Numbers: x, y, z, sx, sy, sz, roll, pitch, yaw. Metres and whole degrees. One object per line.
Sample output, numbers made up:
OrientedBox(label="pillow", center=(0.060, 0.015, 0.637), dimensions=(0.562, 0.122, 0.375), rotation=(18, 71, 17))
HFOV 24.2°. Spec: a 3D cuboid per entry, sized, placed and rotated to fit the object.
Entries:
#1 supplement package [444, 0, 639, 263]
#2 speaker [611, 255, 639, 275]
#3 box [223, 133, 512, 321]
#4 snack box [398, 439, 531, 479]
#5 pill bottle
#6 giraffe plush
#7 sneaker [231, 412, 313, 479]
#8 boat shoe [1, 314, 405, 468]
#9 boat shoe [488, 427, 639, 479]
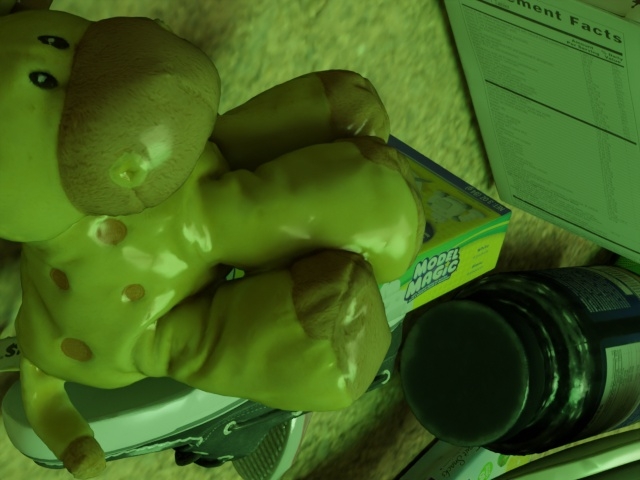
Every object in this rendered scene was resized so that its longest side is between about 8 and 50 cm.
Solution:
OrientedBox(label="supplement package", center=(0.174, -0.113, 0.862), dimensions=(0.134, 0.139, 0.244), rotation=(-52, 149, -18))
OrientedBox(label="speaker", center=(0.332, -0.012, 1.194), dimensions=(0.296, 0.131, 0.131), rotation=(-50, 148, -15))
OrientedBox(label="box", center=(0.000, 0.000, 0.745), dimensions=(0.179, 0.105, 0.043), rotation=(-26, 139, -42))
OrientedBox(label="snack box", center=(0.104, 0.185, 1.122), dimensions=(0.141, 0.037, 0.100), rotation=(-39, 143, -29))
OrientedBox(label="pill bottle", center=(0.151, 0.080, 1.015), dimensions=(0.219, 0.123, 0.122), rotation=(-2, 118, -54))
OrientedBox(label="giraffe plush", center=(-0.080, -0.028, 0.589), dimensions=(0.210, 0.181, 0.170), rotation=(-23, 135, 7))
OrientedBox(label="sneaker", center=(-0.007, 0.077, 0.854), dimensions=(0.070, 0.051, 0.134), rotation=(-9, 120, -46))
OrientedBox(label="boat shoe", center=(-0.049, 0.075, 0.742), dimensions=(0.228, 0.080, 0.076), rotation=(-22, 122, -38))
OrientedBox(label="boat shoe", center=(0.118, 0.198, 0.952), dimensions=(0.324, 0.096, 0.116), rotation=(-18, 170, -8))
